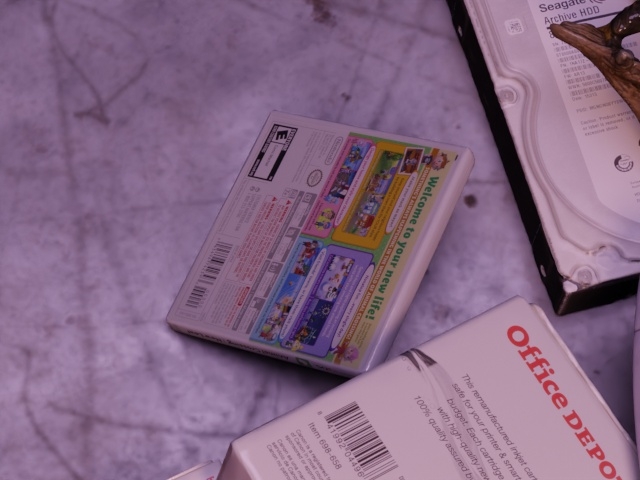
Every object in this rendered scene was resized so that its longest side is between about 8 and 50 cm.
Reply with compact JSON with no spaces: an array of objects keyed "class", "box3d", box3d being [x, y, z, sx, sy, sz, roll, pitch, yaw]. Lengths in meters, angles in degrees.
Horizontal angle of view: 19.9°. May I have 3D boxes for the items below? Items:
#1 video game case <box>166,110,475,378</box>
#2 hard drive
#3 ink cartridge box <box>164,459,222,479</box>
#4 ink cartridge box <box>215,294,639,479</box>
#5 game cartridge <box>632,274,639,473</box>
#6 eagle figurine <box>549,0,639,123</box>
[{"class":"video game case","box3d":[0.000,0.000,1.477,0.193,0.023,0.212,13,65,30]},{"class":"hard drive","box3d":[0.261,-0.124,1.556,0.236,0.064,0.339,-13,68,-8]},{"class":"ink cartridge box","box3d":[-0.093,0.242,1.395,0.088,0.052,0.122,-23,71,-12]},{"class":"ink cartridge box","box3d":[0.087,0.191,1.364,0.273,0.114,0.197,-25,70,-24]},{"class":"game cartridge","box3d":[0.315,0.165,1.381,0.062,0.198,0.297,-20,62,37]},{"class":"eagle figurine","box3d":[0.328,-0.221,1.467,0.298,0.226,0.225,-44,55,-13]}]
